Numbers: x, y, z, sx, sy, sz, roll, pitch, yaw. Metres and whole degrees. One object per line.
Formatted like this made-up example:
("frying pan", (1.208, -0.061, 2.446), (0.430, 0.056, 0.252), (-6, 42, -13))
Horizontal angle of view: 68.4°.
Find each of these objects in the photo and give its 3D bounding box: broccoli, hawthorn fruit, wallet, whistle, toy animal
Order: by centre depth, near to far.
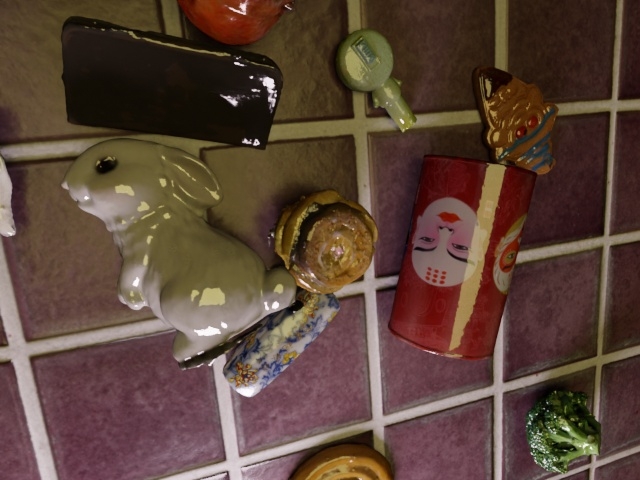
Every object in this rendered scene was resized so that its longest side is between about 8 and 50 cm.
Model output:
("hawthorn fruit", (-0.134, -0.417, 0.632), (0.271, 0.242, 0.242), (40, 87, -22))
("wallet", (-0.218, -0.226, 0.711), (0.309, 0.042, 0.165), (5, 133, -18))
("toy animal", (-0.213, -0.002, 0.726), (0.257, 0.194, 0.357), (-26, 100, -2))
("whistle", (0.107, -0.279, 0.835), (0.104, 0.057, 0.198), (-43, 110, -6))
("broccoli", (0.563, 0.440, 1.092), (0.195, 0.156, 0.196), (4, 84, -49))

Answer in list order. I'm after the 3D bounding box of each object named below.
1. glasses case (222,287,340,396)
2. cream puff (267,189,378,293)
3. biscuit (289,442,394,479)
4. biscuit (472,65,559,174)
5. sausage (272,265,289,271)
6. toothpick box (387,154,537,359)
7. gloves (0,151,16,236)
("glasses case", (-0.070, 0.176, 0.863), (0.248, 0.065, 0.087), (-45, 108, -5))
("cream puff", (0.000, 0.000, 0.818), (0.189, 0.129, 0.189), (-7, 105, -26))
("biscuit", (0.043, 0.551, 0.994), (0.261, 0.037, 0.262), (-3, 101, -18))
("biscuit", (0.400, -0.243, 0.957), (0.183, 0.043, 0.280), (-47, 114, -8))
("sausage", (-0.043, 0.054, 0.874), (0.100, 0.015, 0.015), (1, 101, -19))
("toothpick box", (0.255, 0.024, 0.871), (0.204, 0.204, 0.334), (8, 97, -20))
("gloves", (-0.488, -0.081, 0.654), (0.119, 0.097, 0.229), (6, 94, -15))
